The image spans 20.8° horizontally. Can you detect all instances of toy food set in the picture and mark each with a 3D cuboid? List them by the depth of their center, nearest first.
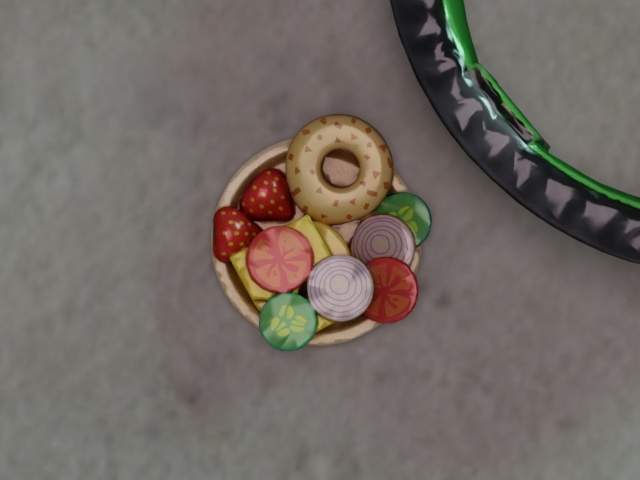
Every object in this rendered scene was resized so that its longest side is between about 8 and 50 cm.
[{"bbox_3d":[0.000,0.000,0.662,0.083,0.020,0.082,-30,86,-1],"label":"toy food set"}]

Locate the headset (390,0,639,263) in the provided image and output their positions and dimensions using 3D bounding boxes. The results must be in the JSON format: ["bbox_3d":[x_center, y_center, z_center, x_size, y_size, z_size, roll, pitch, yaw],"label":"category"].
[{"bbox_3d":[0.210,-0.158,0.632,0.394,0.185,0.243,-39,82,14],"label":"headset"}]
